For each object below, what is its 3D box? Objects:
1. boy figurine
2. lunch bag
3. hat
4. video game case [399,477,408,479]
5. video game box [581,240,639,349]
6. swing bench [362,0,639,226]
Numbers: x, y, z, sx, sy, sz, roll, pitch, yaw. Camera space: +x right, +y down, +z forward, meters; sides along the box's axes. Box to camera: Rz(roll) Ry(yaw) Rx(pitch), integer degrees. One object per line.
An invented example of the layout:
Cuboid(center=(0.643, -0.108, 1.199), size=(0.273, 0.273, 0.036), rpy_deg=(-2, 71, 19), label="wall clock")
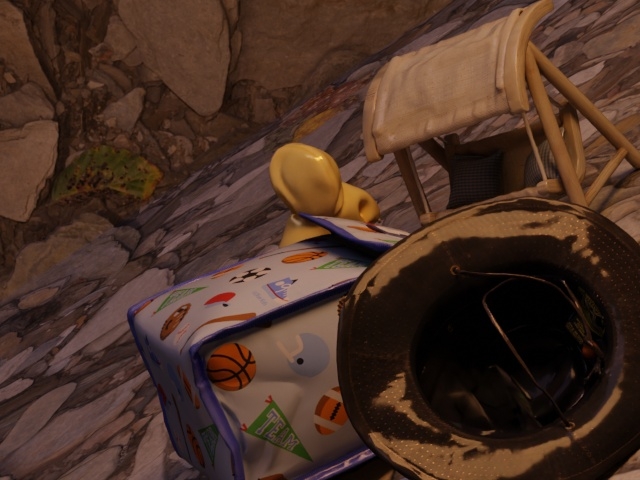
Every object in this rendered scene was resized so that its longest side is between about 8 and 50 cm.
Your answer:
Cuboid(center=(0.000, 0.000, 2.360), size=(0.177, 0.285, 0.092), rpy_deg=(-42, 49, -20), label="boy figurine")
Cuboid(center=(0.016, 0.102, 2.132), size=(0.385, 0.239, 0.328), rpy_deg=(-21, 12, -14), label="lunch bag")
Cuboid(center=(0.174, 0.121, 1.832), size=(0.331, 0.331, 0.134), rpy_deg=(-40, -21, -20), label="hat")
Cuboid(center=(0.077, 0.280, 1.806), size=(0.173, 0.022, 0.190), rpy_deg=(-26, 22, 15), label="video game case")
Cuboid(center=(0.359, 0.044, 1.941), size=(0.187, 0.048, 0.205), rpy_deg=(-24, 19, 24), label="video game box")
Cuboid(center=(0.207, -0.124, 2.348), size=(0.253, 0.255, 0.165), rpy_deg=(-18, 22, 45), label="swing bench")
